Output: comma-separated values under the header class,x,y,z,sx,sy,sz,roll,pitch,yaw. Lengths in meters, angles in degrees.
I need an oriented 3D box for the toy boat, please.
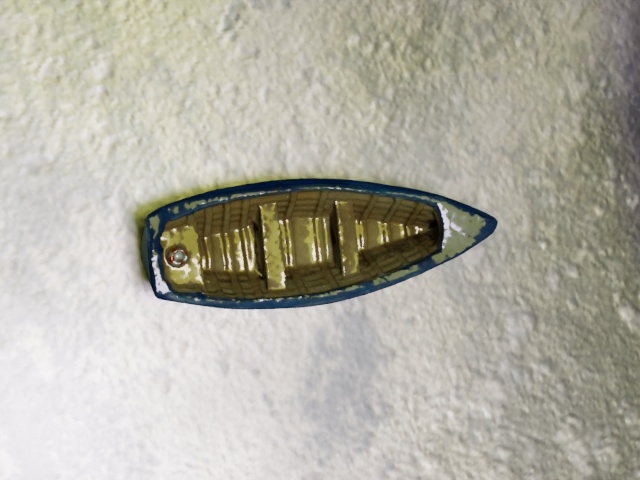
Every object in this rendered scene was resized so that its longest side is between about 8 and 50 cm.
class,x,y,z,sx,sy,sz,roll,pitch,yaw
toy boat,0.000,0.000,0.924,0.228,0.046,0.080,-7,90,-21
